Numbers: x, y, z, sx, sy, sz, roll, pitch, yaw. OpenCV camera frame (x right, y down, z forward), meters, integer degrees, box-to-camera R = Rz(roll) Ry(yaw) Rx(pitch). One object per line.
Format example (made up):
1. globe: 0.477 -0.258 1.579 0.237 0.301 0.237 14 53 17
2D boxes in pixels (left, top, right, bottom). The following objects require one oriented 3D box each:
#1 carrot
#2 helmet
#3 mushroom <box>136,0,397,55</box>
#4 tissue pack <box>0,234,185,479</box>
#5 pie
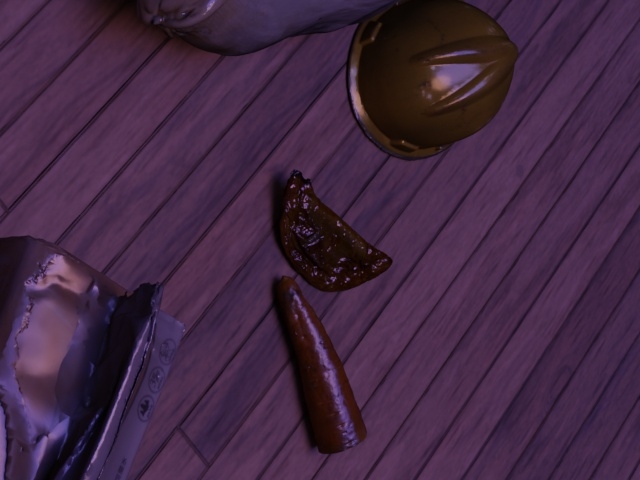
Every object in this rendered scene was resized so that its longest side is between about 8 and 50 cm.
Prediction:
1. carrot: -0.007 0.136 2.045 0.061 0.061 0.209 -28 104 -40
2. helmet: 0.163 -0.207 2.160 0.257 0.140 0.205 -27 107 -38
3. mushroom: -0.052 -0.273 1.937 0.397 0.177 0.126 -17 94 -40
4. tissue pack: -0.259 0.175 1.690 0.238 0.238 0.305 36 65 -36
5. pie: 0.000 0.003 2.068 0.191 0.033 0.088 44 76 -35
